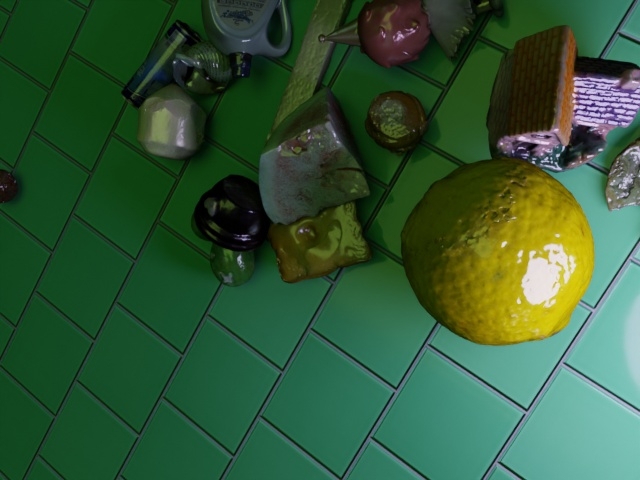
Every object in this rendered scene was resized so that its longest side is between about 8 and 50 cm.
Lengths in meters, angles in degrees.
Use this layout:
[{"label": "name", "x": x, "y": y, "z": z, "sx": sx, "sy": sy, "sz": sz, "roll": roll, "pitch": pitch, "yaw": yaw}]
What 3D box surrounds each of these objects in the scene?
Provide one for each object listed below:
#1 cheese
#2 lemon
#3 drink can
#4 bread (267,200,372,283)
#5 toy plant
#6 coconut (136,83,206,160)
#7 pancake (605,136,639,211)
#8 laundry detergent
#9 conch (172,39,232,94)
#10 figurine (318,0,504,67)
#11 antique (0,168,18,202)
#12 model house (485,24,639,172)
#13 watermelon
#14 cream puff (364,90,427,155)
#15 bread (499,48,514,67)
[{"label": "cheese", "x": -0.027, "y": -0.399, "z": 1.606, "sx": 0.085, "sy": 0.034, "sz": 0.400, "roll": 25, "pitch": 98, "yaw": 21}, {"label": "lemon", "x": 0.335, "y": 0.027, "z": 1.288, "sx": 0.387, "sy": 0.350, "sz": 0.350, "roll": 43, "pitch": 106, "yaw": -13}, {"label": "drink can", "x": -0.393, "y": -0.433, "z": 1.724, "sx": 0.097, "sy": 0.097, "sz": 0.235, "roll": 46, "pitch": 105, "yaw": 17}, {"label": "bread", "x": 0.000, "y": 0.000, "z": 1.552, "sx": 0.233, "sy": 0.088, "sz": 0.161, "roll": -16, "pitch": 79, "yaw": 18}, {"label": "toy plant", "x": -0.211, "y": -0.026, "z": 1.610, "sx": 0.218, "sy": 0.175, "sz": 0.235, "roll": 53, "pitch": 134, "yaw": 22}, {"label": "coconut", "x": -0.358, "y": -0.288, "z": 1.672, "sx": 0.170, "sy": 0.171, "sz": 0.183, "roll": 13, "pitch": 96, "yaw": 22}, {"label": "pancake", "x": 0.681, "y": -0.102, "z": 1.307, "sx": 0.253, "sy": 0.037, "sz": 0.254, "roll": 0, "pitch": 89, "yaw": 21}, {"label": "laundry detergent", "x": -0.167, "y": -0.513, "z": 1.595, "sx": 0.105, "sy": 0.214, "sz": 0.281, "roll": 172, "pitch": 96, "yaw": -64}, {"label": "conch", "x": -0.276, "y": -0.422, "z": 1.670, "sx": 0.153, "sy": 0.102, "sz": 0.135, "roll": 11, "pitch": 128, "yaw": -8}, {"label": "figurine", "x": 0.190, "y": -0.464, "z": 1.461, "sx": 0.386, "sy": 0.166, "sz": 0.207, "roll": -17, "pitch": 119, "yaw": 15}, {"label": "antique", "x": -0.896, "y": -0.150, "z": 1.920, "sx": 0.104, "sy": 0.104, "sz": 0.104, "roll": -1, "pitch": 88, "yaw": 22}, {"label": "model house", "x": 0.451, "y": -0.247, "z": 1.261, "sx": 0.236, "sy": 0.237, "sz": 0.202, "roll": 12, "pitch": 85, "yaw": 1}, {"label": "watermelon", "x": -0.012, "y": -0.182, "z": 1.507, "sx": 0.310, "sy": 0.193, "sz": 0.231, "roll": -46, "pitch": 33, "yaw": -15}, {"label": "cream puff", "x": 0.163, "y": -0.255, "z": 1.487, "sx": 0.126, "sy": 0.103, "sz": 0.144, "roll": -39, "pitch": 75, "yaw": 3}, {"label": "bread", "x": 0.415, "y": -0.295, "z": 1.412, "sx": 0.073, "sy": 0.053, "sz": 0.214, "roll": -20, "pitch": 82, "yaw": 24}]
